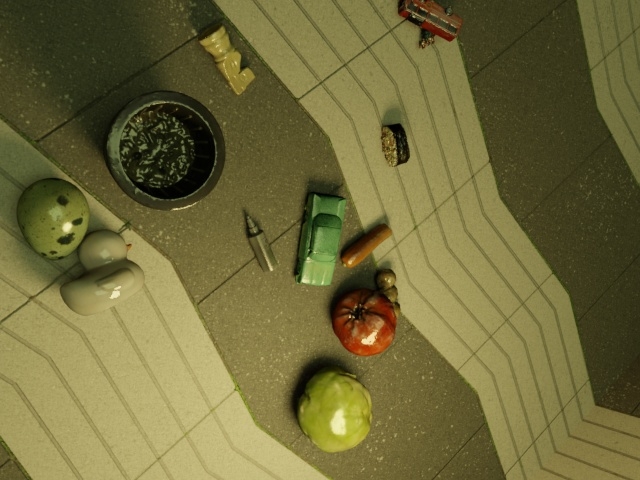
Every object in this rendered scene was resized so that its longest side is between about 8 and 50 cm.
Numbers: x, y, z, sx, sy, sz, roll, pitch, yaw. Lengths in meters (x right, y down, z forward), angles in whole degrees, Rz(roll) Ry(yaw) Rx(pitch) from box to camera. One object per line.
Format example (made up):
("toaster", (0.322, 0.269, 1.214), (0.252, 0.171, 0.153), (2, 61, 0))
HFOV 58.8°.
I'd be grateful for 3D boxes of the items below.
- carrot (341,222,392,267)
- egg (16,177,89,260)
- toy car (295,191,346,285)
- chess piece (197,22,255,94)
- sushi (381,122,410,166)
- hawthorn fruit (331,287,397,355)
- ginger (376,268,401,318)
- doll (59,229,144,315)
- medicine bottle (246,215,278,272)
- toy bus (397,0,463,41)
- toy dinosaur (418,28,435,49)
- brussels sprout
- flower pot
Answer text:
("carrot", (0.161, 0.021, 2.058), (0.225, 0.067, 0.067), (-38, 114, -19))
("egg", (-0.711, -0.054, 1.516), (0.176, 0.177, 0.228), (-2, 111, -28))
("toy car", (0.000, 0.000, 1.948), (0.141, 0.097, 0.321), (7, 96, -28))
("chess piece", (-0.279, -0.544, 1.716), (0.090, 0.090, 0.200), (-44, 127, -14))
("sushi", (0.267, -0.341, 2.033), (0.078, 0.090, 0.151), (-17, 109, -20))
("hawthorn fruit", (0.173, 0.308, 2.046), (0.242, 0.241, 0.272), (-48, 141, -12))
("ginger", (0.254, 0.204, 2.133), (0.104, 0.080, 0.204), (-31, 117, -46))
("doll", (-0.615, 0.082, 1.588), (0.251, 0.221, 0.221), (-39, 118, -46))
("medicine bottle", (-0.200, 0.008, 1.867), (0.057, 0.057, 0.199), (-29, 111, -21))
("toy bus", (0.382, -0.788, 1.988), (0.234, 0.073, 0.097), (21, 80, -13))
("toy dinosaur", (0.397, -0.750, 2.048), (0.055, 0.049, 0.154), (32, 81, -19))
("brussels sprout", (0.051, 0.609, 2.022), (0.317, 0.242, 0.274), (58, 48, -29))
("flower pot", (-0.444, -0.249, 1.534), (0.293, 0.330, 0.294), (-6, 104, -26))
